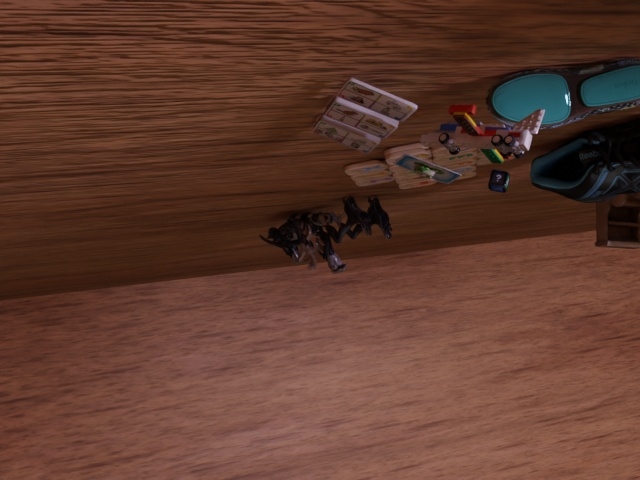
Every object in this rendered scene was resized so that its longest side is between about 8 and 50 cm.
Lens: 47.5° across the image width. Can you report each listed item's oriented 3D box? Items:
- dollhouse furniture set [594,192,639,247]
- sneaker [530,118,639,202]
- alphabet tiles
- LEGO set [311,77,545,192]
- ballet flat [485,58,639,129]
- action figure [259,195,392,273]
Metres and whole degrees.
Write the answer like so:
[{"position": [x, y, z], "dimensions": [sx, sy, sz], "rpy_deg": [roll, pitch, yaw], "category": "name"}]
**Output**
[{"position": [0.704, -0.073, 1.536], "dimensions": [0.212, 0.161, 0.242], "rpy_deg": [3, 174, -19], "category": "dollhouse furniture set"}, {"position": [0.484, -0.125, 1.124], "dimensions": [0.139, 0.125, 0.340], "rpy_deg": [2, 167, -34], "category": "sneaker"}, {"position": [0.185, -0.124, 1.190], "dimensions": [0.277, 0.021, 0.284], "rpy_deg": [-10, 173, 10], "category": "alphabet tiles"}, {"position": [0.127, -0.123, 0.822], "dimensions": [0.244, 0.060, 0.182], "rpy_deg": [20, 168, -9], "category": "LEGO set"}, {"position": [0.274, -0.162, 0.815], "dimensions": [0.188, 0.070, 0.070], "rpy_deg": [-5, 173, 0], "category": "ballet flat"}, {"position": [0.000, 0.000, 1.505], "dimensions": [0.275, 0.141, 0.164], "rpy_deg": [-17, 171, 35], "category": "action figure"}]
